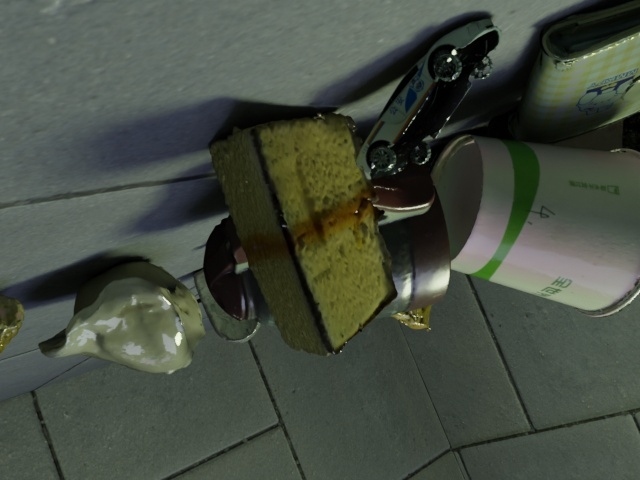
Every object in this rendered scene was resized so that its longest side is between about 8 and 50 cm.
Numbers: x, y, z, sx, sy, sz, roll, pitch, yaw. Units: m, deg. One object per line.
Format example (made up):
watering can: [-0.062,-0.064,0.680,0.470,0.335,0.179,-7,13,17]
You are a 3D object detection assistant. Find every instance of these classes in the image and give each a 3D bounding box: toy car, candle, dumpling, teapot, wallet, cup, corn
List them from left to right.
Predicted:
corn: [-0.480,0.137,1.059,0.086,0.087,0.288,-16,170,-42]
dumpling: [-0.308,0.140,1.186,0.242,0.187,0.318,-24,177,-14]
candle: [-0.182,0.107,1.561,0.168,0.192,0.068,22,169,0]
teapot: [0.000,0.000,1.009,0.312,0.233,0.315,-15,163,-14]
toy car: [0.110,-0.144,0.786,0.095,0.056,0.205,-18,147,-53]
cup: [0.302,-0.030,1.083,0.273,0.253,0.253,9,163,-15]
wallet: [0.401,-0.161,1.270,0.309,0.165,0.042,-20,-151,-27]
wallet: [0.367,-0.219,0.982,0.223,0.077,0.309,-15,168,3]

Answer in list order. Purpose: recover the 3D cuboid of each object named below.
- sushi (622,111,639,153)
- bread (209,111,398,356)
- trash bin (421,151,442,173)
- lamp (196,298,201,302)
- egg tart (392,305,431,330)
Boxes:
sushi: [0.704,-0.249,1.512,0.210,0.171,0.350,-21,173,-26]
bread: [0.015,-0.023,0.783,0.178,0.240,0.135,-23,-171,-25]
trash bin: [0.294,-0.092,1.372,0.290,0.183,0.209,-10,178,-38]
lamp: [-0.295,0.140,1.738,0.371,0.130,0.108,-12,168,29]
egg tart: [0.108,0.026,1.300,0.132,0.297,0.297,-44,168,14]
